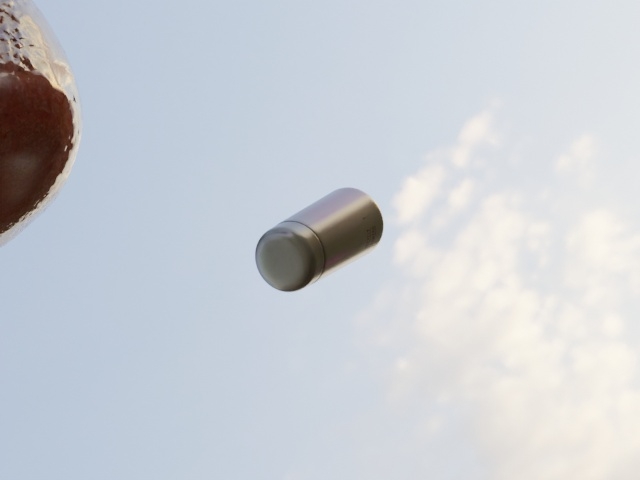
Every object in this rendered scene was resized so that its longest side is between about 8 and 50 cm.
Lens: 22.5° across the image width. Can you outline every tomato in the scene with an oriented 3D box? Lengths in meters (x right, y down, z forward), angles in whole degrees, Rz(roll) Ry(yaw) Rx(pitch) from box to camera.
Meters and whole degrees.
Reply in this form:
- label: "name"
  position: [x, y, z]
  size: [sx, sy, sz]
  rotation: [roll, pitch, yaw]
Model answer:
- label: "tomato"
  position: [-0.283, -0.096, 1.259]
  size: [0.188, 0.232, 0.232]
  rotation: [-12, -53, -20]

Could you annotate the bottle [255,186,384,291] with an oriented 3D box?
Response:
- label: "bottle"
  position: [0.000, 0.000, 0.970]
  size: [0.096, 0.045, 0.045]
  rotation: [-31, -41, -58]
